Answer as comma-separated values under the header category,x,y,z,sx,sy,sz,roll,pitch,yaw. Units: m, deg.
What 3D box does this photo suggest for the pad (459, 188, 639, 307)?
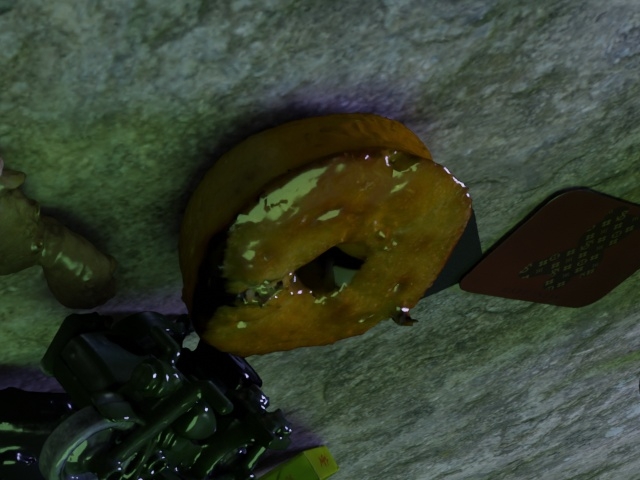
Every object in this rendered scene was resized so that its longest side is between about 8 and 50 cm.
category,x,y,z,sx,sy,sz,roll,pitch,yaw
pad,0.289,0.016,1.102,0.267,0.004,0.181,9,137,-42

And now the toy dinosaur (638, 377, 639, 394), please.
category,x,y,z,sx,sy,sz,roll,pitch,yaw
toy dinosaur,0.571,0.164,1.443,0.247,0.075,0.188,-33,155,6

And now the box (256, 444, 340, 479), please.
category,x,y,z,sx,sy,sz,roll,pitch,yaw
box,-0.135,0.365,1.237,0.335,0.047,0.187,-33,167,2

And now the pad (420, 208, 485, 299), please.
category,x,y,z,sx,sy,sz,roll,pitch,yaw
pad,0.066,0.042,1.009,0.211,0.003,0.143,-23,148,1

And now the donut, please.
category,x,y,z,sx,sy,sz,roll,pitch,yaw
donut,0.000,0.001,0.804,0.253,0.118,0.253,-15,150,-9

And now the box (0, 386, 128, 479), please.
category,x,y,z,sx,sy,sz,roll,pitch,yaw
box,-0.290,0.270,1.052,0.350,0.091,0.359,11,135,-43

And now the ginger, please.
category,x,y,z,sx,sy,sz,roll,pitch,yaw
ginger,-0.245,0.006,0.721,0.149,0.065,0.258,-15,159,9

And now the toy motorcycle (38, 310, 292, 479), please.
category,x,y,z,sx,sy,sz,roll,pitch,yaw
toy motorcycle,-0.136,0.122,0.809,0.127,0.205,0.275,-51,149,6
